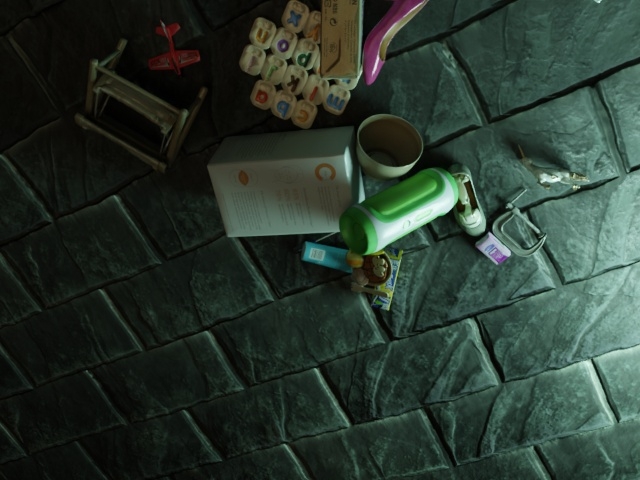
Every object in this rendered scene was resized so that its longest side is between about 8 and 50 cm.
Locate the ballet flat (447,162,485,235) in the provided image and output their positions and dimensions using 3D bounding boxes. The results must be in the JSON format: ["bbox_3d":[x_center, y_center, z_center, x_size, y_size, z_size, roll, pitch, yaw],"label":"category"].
[{"bbox_3d":[0.365,-0.091,1.725,0.072,0.068,0.213,-14,114,18],"label":"ballet flat"}]

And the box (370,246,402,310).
[{"bbox_3d":[0.181,0.105,1.876,0.054,0.059,0.169,14,120,7],"label":"box"}]

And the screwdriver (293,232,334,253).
[{"bbox_3d":[0.000,0.000,1.881,0.170,0.024,0.025,-20,83,19],"label":"screwdriver"}]

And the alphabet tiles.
[{"bbox_3d":[-0.049,-0.423,1.660,0.284,0.021,0.278,25,118,-2],"label":"alphabet tiles"}]

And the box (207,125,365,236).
[{"bbox_3d":[-0.078,-0.147,1.723,0.345,0.168,0.215,-2,123,13],"label":"box"}]

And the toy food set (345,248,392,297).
[{"bbox_3d":[0.127,0.069,1.821,0.132,0.038,0.192,12,119,26],"label":"toy food set"}]

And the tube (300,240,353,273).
[{"bbox_3d":[0.051,0.051,1.877,0.207,0.052,0.080,14,126,-11],"label":"tube"}]

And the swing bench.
[{"bbox_3d":[-0.456,-0.315,1.711,0.253,0.165,0.255,29,127,-5],"label":"swing bench"}]

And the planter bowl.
[{"bbox_3d":[0.156,-0.212,1.668,0.162,0.162,0.109,21,147,0],"label":"planter bowl"}]

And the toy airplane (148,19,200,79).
[{"bbox_3d":[-0.369,-0.474,1.698,0.151,0.028,0.151,8,120,14],"label":"toy airplane"}]

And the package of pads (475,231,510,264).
[{"bbox_3d":[0.451,0.021,1.789,0.083,0.032,0.050,40,121,-11],"label":"package of pads"}]

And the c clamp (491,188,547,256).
[{"bbox_3d":[0.517,-0.034,1.750,0.137,0.022,0.161,-38,104,27],"label":"c clamp"}]

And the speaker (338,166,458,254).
[{"bbox_3d":[0.190,-0.074,1.644,0.131,0.296,0.131,40,144,37],"label":"speaker"}]

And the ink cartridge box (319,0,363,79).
[{"bbox_3d":[0.049,-0.482,1.492,0.088,0.193,0.235,3,112,6],"label":"ink cartridge box"}]

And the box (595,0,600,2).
[{"bbox_3d":[0.545,-0.613,1.372,0.182,0.119,0.181,33,120,-8],"label":"box"}]

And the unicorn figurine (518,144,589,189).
[{"bbox_3d":[0.549,-0.161,1.638,0.162,0.111,0.060,18,111,-15],"label":"unicorn figurine"}]

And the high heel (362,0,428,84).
[{"bbox_3d":[0.172,-0.465,1.557,0.117,0.082,0.244,19,108,13],"label":"high heel"}]
